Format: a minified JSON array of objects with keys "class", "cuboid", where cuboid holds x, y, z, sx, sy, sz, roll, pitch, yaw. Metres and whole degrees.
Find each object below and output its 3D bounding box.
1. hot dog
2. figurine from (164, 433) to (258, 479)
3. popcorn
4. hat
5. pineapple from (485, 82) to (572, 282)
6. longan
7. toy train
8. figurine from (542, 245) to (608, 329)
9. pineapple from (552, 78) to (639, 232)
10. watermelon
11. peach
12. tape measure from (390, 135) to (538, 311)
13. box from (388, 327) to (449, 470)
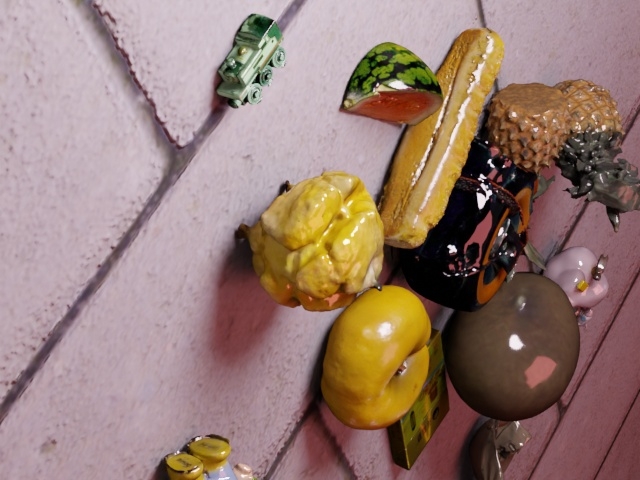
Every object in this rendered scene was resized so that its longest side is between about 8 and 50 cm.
[{"class":"hot dog","cuboid":[0.144,-0.120,1.535,0.068,0.083,0.289,39,71,-45]},{"class":"figurine","cuboid":[-0.107,0.334,1.361,0.162,0.143,0.263,-34,120,-51]},{"class":"popcorn","cuboid":[0.000,0.000,1.300,0.167,0.152,0.148,34,78,-76]},{"class":"hat","cuboid":[0.266,0.380,2.157,0.175,0.085,0.147,-59,174,36]},{"class":"pineapple","cuboid":[0.267,-0.071,1.766,0.130,0.119,0.277,-74,169,-55]},{"class":"longan","cuboid":[0.273,0.153,1.855,0.196,0.196,0.220,65,39,-55]},{"class":"toy train","cuboid":[-0.064,-0.161,1.185,0.083,0.033,0.053,-58,146,-20]},{"class":"figurine","cuboid":[0.413,0.088,2.166,0.137,0.112,0.229,-29,147,-41]},{"class":"pineapple","cuboid":[0.378,-0.122,1.814,0.248,0.128,0.128,-99,-175,-51]},{"class":"watermelon","cuboid":[0.097,-0.168,1.435,0.163,0.069,0.087,1,107,-59]},{"class":"peach","cuboid":[0.070,0.140,1.571,0.179,0.103,0.179,-45,145,-44]},{"class":"tape measure","cuboid":[0.188,-0.014,1.640,0.202,0.135,0.223,-64,155,-6]},{"class":"box","cuboid":[0.135,0.223,1.830,0.121,0.030,0.193,-51,148,-30]}]
